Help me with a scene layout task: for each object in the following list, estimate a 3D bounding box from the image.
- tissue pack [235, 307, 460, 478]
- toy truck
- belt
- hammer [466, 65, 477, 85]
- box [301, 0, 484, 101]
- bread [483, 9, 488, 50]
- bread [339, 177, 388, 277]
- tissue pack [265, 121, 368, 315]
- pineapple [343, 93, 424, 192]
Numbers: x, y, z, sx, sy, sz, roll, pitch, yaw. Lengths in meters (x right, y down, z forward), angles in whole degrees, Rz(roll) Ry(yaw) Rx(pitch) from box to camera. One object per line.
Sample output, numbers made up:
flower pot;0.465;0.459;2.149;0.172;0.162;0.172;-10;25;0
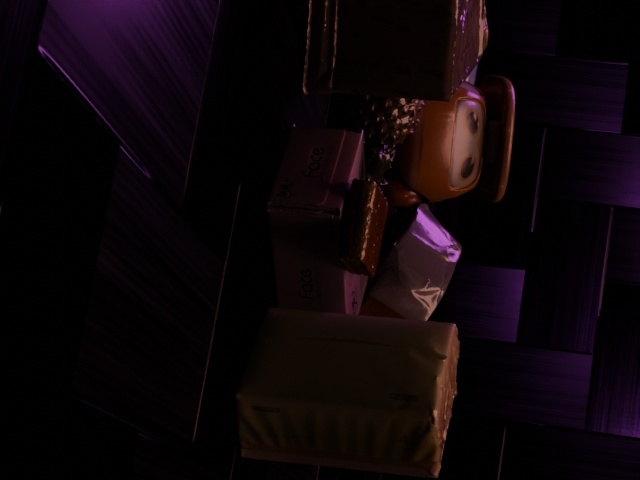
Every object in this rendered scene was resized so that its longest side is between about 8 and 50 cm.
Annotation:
tissue pack;0.035;0.171;1.716;0.159;0.234;0.125;-71;162;-48
toy truck;0.175;-0.160;2.290;0.288;0.211;0.204;-109;-157;-80
belt;0.090;0.064;2.010;0.261;0.105;0.184;-53;-168;-33
hammer;0.206;-0.370;2.675;0.335;0.118;0.207;27;69;-72
box;0.102;-0.312;1.896;0.297;0.190;0.225;-55;149;-70
bread;0.151;-0.373;2.162;0.270;0.148;0.270;-12;90;-86
bread;0.049;-0.014;1.710;0.090;0.035;0.094;52;47;-73
tissue pack;0.000;0.000;1.803;0.246;0.092;0.149;87;14;-45
pineapple;0.075;-0.127;2.097;0.125;0.125;0.251;52;51;-75
